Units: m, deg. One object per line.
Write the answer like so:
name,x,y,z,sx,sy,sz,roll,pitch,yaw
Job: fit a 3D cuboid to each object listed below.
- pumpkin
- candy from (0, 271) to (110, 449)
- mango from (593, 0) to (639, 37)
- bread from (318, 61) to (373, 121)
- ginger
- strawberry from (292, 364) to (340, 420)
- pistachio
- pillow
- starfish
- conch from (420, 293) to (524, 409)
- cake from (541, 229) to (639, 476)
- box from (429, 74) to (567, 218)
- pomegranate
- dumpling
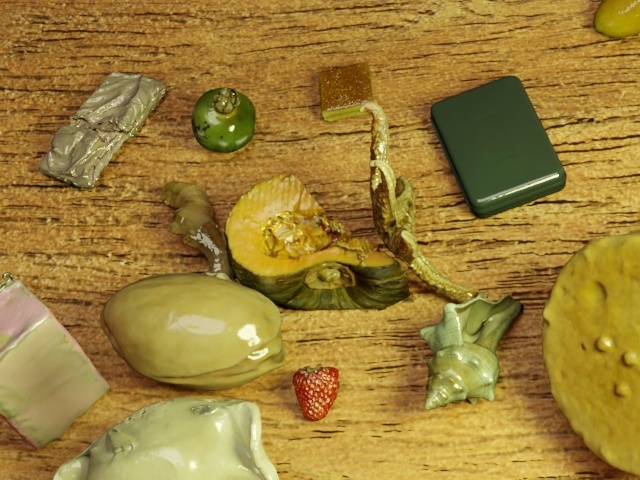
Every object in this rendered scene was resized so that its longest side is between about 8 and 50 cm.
pumpkin,0.000,0.000,1.994,0.281,0.139,0.190,-3,59,13
candy,-0.432,0.183,1.923,0.116,0.265,0.155,37,73,29
mango,0.522,-0.392,2.138,0.111,0.089,0.163,26,77,42
bread,0.043,-0.251,2.216,0.090,0.035,0.094,-11,55,10
ginger,-0.192,-0.005,2.098,0.089,0.075,0.288,-11,47,-17
strawberry,-0.006,0.218,1.900,0.073,0.073,0.083,-2,92,15
pistachio,-0.195,0.132,1.948,0.293,0.162,0.181,4,51,20
pillow,-0.386,-0.203,2.306,0.135,0.049,0.248,18,61,31
starfish,0.126,-0.028,1.904,0.094,0.327,0.375,-29,20,10
conch,0.193,0.151,1.847,0.114,0.137,0.234,-21,39,35
cake,0.500,0.125,1.704,0.321,0.332,0.332,-8,44,-36
box,0.276,-0.149,2.066,0.160,0.050,0.230,-20,53,2
pomegranate,-0.160,-0.209,2.185,0.115,0.142,0.114,3,66,-7
dumpling,-0.198,0.345,1.834,0.318,0.187,0.242,-23,93,10
